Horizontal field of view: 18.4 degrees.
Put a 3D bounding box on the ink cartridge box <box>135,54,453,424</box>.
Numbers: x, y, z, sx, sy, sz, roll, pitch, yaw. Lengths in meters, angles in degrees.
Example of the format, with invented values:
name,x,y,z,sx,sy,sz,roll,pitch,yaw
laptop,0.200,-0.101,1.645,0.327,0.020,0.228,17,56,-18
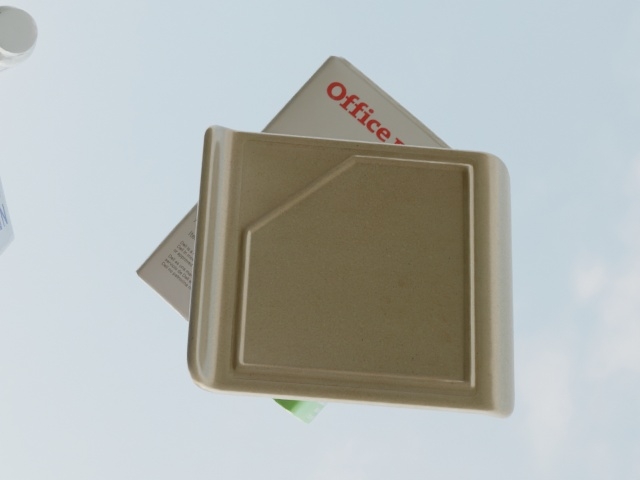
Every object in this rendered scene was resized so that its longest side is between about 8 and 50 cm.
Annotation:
name,x,y,z,sx,sy,sz,roll,pitch,yaw
ink cartridge box,0.000,0.000,1.804,0.198,0.115,0.273,42,-93,13

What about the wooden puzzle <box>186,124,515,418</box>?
name,x,y,z,sx,sy,sz,roll,pitch,yaw
wooden puzzle,0.024,0.024,1.442,0.044,0.238,0.221,110,-15,-57

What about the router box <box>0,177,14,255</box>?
name,x,y,z,sx,sy,sz,roll,pitch,yaw
router box,-0.292,-0.107,1.260,0.082,0.335,0.301,-12,-80,2

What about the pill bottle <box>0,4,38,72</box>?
name,x,y,z,sx,sy,sz,roll,pitch,yaw
pill bottle,-0.345,-0.217,2.131,0.120,0.067,0.067,-7,-117,66
